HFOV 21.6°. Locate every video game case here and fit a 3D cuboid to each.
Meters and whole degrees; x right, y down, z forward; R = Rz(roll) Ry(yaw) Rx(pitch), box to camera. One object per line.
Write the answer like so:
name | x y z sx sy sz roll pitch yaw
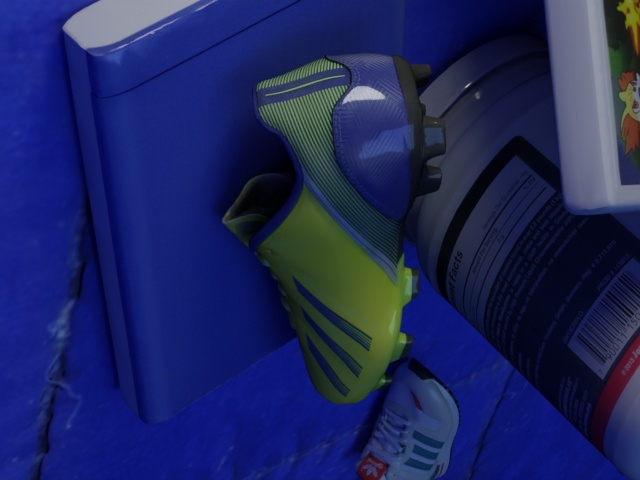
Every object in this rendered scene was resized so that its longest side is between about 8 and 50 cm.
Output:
video game case | 0.218 -0.183 0.969 0.300 0.036 0.329 -4 89 -48

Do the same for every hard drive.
hard drive | -0.040 -0.044 1.002 0.210 0.040 0.319 -31 146 -24

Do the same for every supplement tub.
supplement tub | 0.185 0.008 1.104 0.191 0.272 0.191 -30 147 -22

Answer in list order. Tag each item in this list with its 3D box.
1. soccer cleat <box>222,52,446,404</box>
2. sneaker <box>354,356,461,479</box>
soccer cleat | 0.000 -0.001 1.000 0.121 0.093 0.289 -4 141 -8
sneaker | 0.066 0.163 1.349 0.075 0.057 0.161 -38 151 -25
